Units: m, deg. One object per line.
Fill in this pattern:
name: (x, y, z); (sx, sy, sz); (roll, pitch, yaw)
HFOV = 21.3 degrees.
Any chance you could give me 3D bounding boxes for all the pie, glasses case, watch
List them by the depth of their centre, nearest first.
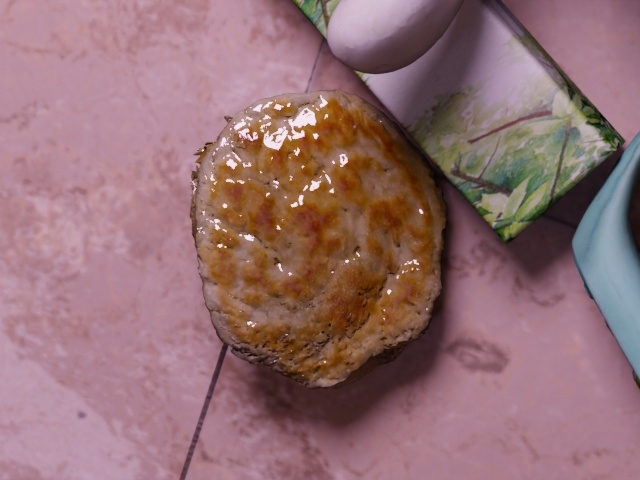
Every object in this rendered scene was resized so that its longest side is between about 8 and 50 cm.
watch: (0.261, 0.014, 1.030); (0.195, 0.068, 0.237); (-30, 91, 16)
glasses case: (0.065, -0.132, 1.062); (0.095, 0.062, 0.272); (-42, 86, 21)
pie: (0.000, 0.000, 1.091); (0.163, 0.079, 0.193); (-2, 98, 7)

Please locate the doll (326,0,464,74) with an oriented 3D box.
doll: (0.167, -0.293, 0.946); (0.366, 0.187, 0.376); (-2, 100, 15)
